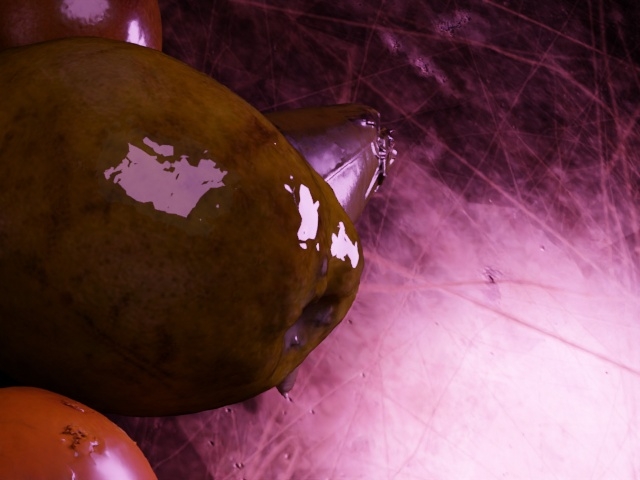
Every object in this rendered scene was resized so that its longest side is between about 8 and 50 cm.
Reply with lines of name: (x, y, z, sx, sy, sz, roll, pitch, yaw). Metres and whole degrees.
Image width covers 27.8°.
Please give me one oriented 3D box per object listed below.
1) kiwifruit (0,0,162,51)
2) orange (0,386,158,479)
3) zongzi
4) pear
kiwifruit: (-0.263, -0.230, 1.359, 0.196, 0.196, 0.234, -2, 55, -33)
orange: (-0.235, 0.232, 0.976, 0.246, 0.246, 0.246, 17, 49, -21)
zongzi: (0.000, 0.000, 1.408, 0.274, 0.145, 0.300, -13, 81, -45)
pear: (-0.175, -0.008, 1.140, 0.413, 0.352, 0.352, 24, 43, 13)
